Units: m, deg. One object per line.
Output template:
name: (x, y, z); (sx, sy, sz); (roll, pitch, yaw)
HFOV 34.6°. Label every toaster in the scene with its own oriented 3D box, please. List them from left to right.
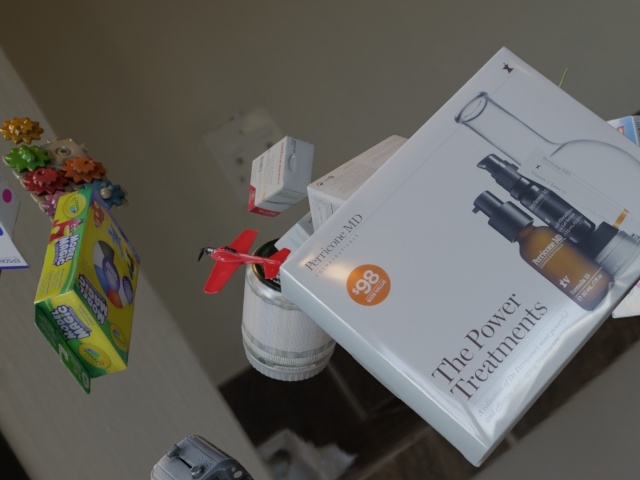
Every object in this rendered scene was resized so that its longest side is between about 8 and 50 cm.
toaster: (-0.177, 0.423, 1.681); (0.129, 0.227, 0.146); (-42, 38, -18)

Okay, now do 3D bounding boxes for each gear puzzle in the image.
gear puzzle: (-0.526, -0.160, 2.043); (0.175, 0.339, 0.044); (-21, -39, -34)

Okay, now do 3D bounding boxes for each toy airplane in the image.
toy airplane: (-0.108, 0.029, 1.493); (0.151, 0.151, 0.028); (-31, -41, -30)

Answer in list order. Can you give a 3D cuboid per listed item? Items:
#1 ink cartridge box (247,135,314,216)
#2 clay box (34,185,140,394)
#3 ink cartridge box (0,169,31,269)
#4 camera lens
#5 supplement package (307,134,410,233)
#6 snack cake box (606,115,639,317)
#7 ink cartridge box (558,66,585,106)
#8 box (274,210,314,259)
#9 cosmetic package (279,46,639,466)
ink cartridge box: (-0.088, -0.139, 2.279); (0.072, 0.127, 0.175); (15, -22, -26)
clay box: (-0.261, 0.054, 1.165); (0.053, 0.127, 0.222); (-19, 38, 9)
ink cartridge box: (-0.550, -0.108, 1.443); (0.176, 0.371, 0.069); (-2, 40, 24)
camera lens: (-0.061, 0.146, 2.269); (0.219, 0.219, 0.274); (-30, -39, -39)
supplement package: (0.150, -0.003, 1.514); (0.199, 0.198, 0.263); (-33, 39, -33)
snack cake box: (0.448, -0.036, 1.421); (0.089, 0.264, 0.152); (-13, -4, 39)
ink cartridge box: (0.420, -0.192, 1.839); (0.109, 0.062, 0.209); (-55, -13, -51)
box: (0.000, 0.000, 1.759); (0.101, 0.102, 0.087); (-44, 0, -41)
cosmetic package: (0.185, 0.006, 1.116); (0.377, 0.284, 0.097); (-45, -18, -17)
